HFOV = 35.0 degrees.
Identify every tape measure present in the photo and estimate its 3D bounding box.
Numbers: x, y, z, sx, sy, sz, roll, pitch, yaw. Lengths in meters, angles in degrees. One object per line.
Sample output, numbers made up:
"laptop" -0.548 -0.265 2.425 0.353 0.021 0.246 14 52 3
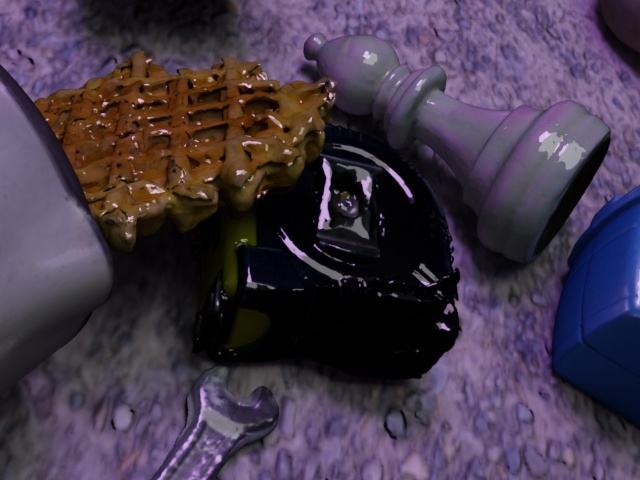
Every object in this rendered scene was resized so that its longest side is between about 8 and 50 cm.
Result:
"tape measure" 0.000 0.000 0.729 0.199 0.112 0.186 10 49 -20

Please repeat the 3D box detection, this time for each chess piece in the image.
"chess piece" 0.097 -0.104 0.861 0.272 0.139 0.139 34 47 18

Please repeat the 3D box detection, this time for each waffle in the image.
"waffle" -0.125 -0.065 0.682 0.254 0.052 0.245 14 37 33

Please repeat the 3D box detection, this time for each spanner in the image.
"spanner" -0.113 0.185 0.591 0.071 0.017 0.302 33 48 1

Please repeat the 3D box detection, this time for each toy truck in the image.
"toy truck" 0.369 0.109 0.787 0.385 0.161 0.162 33 57 0

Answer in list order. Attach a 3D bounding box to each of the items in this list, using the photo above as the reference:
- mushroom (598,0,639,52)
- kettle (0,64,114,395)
"mushroom" 0.420 -0.274 1.108 0.215 0.207 0.207 39 39 -37
"kettle" -0.350 0.037 0.480 0.361 0.250 0.377 19 39 29
